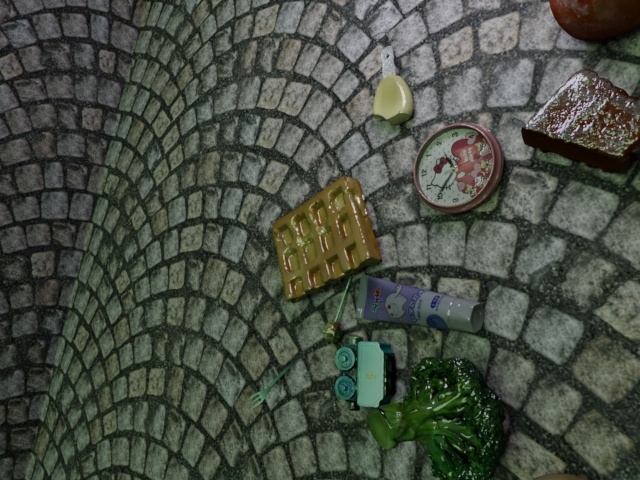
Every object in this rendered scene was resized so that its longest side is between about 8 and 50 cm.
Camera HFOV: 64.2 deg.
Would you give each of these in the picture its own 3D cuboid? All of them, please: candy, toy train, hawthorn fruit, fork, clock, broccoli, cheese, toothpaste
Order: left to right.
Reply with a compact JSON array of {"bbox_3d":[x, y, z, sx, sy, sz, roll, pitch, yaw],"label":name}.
[{"bbox_3d":[-0.147,0.450,1.605,0.235,0.021,0.039,-46,60,20],"label":"fork"},{"bbox_3d":[0.058,0.200,1.488,0.061,0.061,0.202,14,81,39],"label":"candy"},{"bbox_3d":[0.122,0.356,1.363,0.154,0.107,0.198,-5,77,30],"label":"toy train"},{"bbox_3d":[0.205,-0.461,1.512,0.127,0.050,0.255,-18,68,36],"label":"cheese"},{"bbox_3d":[0.243,0.173,1.338,0.371,0.080,0.125,6,87,46],"label":"toothpaste"},{"bbox_3d":[0.263,0.407,1.127,0.297,0.297,0.297,174,90,-65],"label":"broccoli"},{"bbox_3d":[0.354,-0.190,1.330,0.244,0.056,0.244,-7,78,37],"label":"clock"},{"bbox_3d":[0.605,-0.561,1.112,0.231,0.263,0.235,-106,27,-48],"label":"hawthorn fruit"}]

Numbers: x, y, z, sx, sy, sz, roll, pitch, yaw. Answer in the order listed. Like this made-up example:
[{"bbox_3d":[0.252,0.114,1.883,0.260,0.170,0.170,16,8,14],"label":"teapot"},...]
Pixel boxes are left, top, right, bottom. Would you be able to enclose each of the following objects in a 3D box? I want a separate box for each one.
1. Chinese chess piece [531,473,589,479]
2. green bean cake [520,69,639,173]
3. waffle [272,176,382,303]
[{"bbox_3d":[0.500,0.599,1.013,0.251,0.097,0.251,-10,73,36],"label":"Chinese chess piece"},{"bbox_3d":[0.596,-0.244,1.124,0.198,0.097,0.233,-52,54,16],"label":"green bean cake"},{"bbox_3d":[0.001,0.000,1.547,0.348,0.077,0.304,-31,58,27],"label":"waffle"}]
